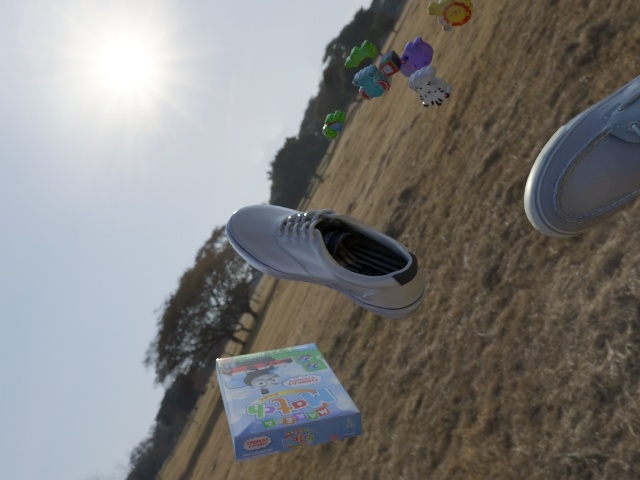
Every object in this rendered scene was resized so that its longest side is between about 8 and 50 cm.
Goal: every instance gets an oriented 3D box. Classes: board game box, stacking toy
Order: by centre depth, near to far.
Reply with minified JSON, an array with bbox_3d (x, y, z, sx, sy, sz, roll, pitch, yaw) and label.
[{"bbox_3d":[-0.054,0.213,0.747,0.211,0.160,0.039,-140,45,-68],"label":"board game box"},{"bbox_3d":[0.103,-0.238,0.764,0.221,0.052,0.167,-15,47,45],"label":"stacking toy"}]

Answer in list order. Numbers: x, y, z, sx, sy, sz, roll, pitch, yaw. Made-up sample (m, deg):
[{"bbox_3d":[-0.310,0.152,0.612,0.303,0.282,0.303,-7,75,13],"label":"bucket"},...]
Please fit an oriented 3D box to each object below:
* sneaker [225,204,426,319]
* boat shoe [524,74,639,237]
[{"bbox_3d":[0.000,0.000,0.611,0.094,0.257,0.091,-57,-26,-32],"label":"sneaker"},{"bbox_3d":[0.255,-0.089,0.408,0.227,0.079,0.081,-42,3,1],"label":"boat shoe"}]
